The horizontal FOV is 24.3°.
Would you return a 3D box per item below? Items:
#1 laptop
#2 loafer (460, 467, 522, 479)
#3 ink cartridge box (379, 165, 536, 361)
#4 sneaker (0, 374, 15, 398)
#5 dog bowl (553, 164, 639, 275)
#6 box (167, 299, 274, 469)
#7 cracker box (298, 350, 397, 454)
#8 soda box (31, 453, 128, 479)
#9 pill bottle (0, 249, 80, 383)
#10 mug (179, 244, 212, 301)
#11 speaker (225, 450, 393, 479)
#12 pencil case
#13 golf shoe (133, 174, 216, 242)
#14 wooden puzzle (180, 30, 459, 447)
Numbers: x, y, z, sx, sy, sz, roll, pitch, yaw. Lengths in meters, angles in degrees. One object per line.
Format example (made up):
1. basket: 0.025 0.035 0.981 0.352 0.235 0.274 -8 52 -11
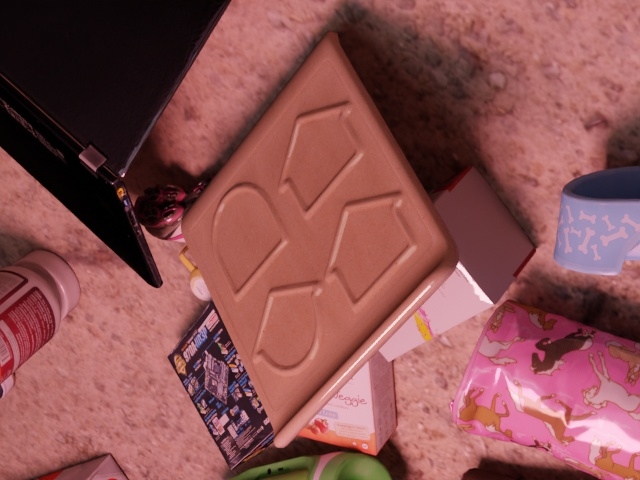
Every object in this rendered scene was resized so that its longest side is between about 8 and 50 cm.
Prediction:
1. laptop: -0.270 -0.218 1.752 0.382 0.236 0.408 41 162 24
2. loafer: 0.205 0.344 1.801 0.366 0.134 0.130 -23 95 40
3. ink cartridge box: 0.120 0.027 1.655 0.176 0.128 0.127 -32 99 41
4. sneaker: -0.610 0.217 2.209 0.282 0.153 0.099 10 132 26
5. dog bowl: 0.369 -0.024 1.453 0.297 0.166 0.074 0 108 32
6. box: -0.106 0.177 1.871 0.175 0.051 0.220 59 150 11
7. cracker box: 0.006 0.142 1.841 0.155 0.067 0.232 10 123 27
8. soda box: -0.405 0.415 2.254 0.286 0.091 0.098 -23 106 40
9. pill bottle: -0.424 0.109 1.983 0.121 0.221 0.121 15 126 23
10. mug: -0.139 0.043 1.869 0.078 0.064 0.062 18 127 22
11. speaker: -0.035 0.354 1.943 0.296 0.131 0.131 -22 106 49
12. pencil case: 0.337 0.199 1.615 0.386 0.167 0.160 23 166 18
13. golf shoe: -0.133 -0.035 1.827 0.186 0.067 0.086 -3 151 26
14. wooden puzzle: 0.000 0.000 1.610 0.322 0.080 0.348 -49 50 33
